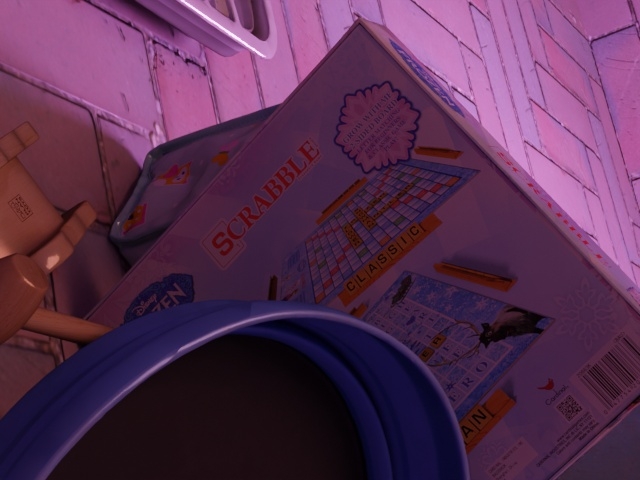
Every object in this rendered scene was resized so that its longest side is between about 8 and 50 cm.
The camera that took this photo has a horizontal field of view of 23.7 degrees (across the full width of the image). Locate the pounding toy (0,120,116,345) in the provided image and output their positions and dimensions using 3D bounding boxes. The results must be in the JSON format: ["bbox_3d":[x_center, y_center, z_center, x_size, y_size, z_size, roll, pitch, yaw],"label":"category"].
[{"bbox_3d":[-0.203,0.042,0.892,0.155,0.154,0.269,54,6,-10],"label":"pounding toy"}]

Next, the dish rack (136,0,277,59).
[{"bbox_3d":[-0.157,-0.336,1.425,0.285,0.072,0.332,26,49,-59],"label":"dish rack"}]

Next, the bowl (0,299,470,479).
[{"bbox_3d":[-0.069,0.217,0.884,0.391,0.077,0.391,-18,116,-40],"label":"bowl"}]

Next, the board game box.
[{"bbox_3d":[0.035,0.068,1.068,0.318,0.318,0.066,49,17,14],"label":"board game box"}]

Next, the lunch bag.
[{"bbox_3d":[0.000,0.000,1.254,0.223,0.262,0.160,57,25,-27],"label":"lunch bag"}]

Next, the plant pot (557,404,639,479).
[{"bbox_3d":[0.248,0.263,1.276,0.341,0.334,0.341,169,-90,-79],"label":"plant pot"}]
